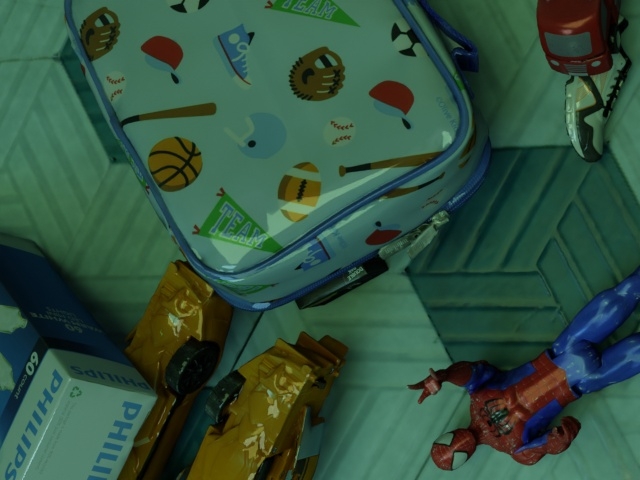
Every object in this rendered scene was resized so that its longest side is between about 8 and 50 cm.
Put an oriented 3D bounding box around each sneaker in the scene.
[{"bbox_3d":[0.192,-0.108,1.194,0.043,0.040,0.109,0,92,19],"label":"sneaker"}]

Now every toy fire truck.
[{"bbox_3d":[0.171,-0.221,1.139,0.047,0.135,0.192,2,68,22],"label":"toy fire truck"}]

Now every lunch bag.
[{"bbox_3d":[-0.024,-0.111,1.203,0.243,0.115,0.303,-31,68,3],"label":"lunch bag"}]

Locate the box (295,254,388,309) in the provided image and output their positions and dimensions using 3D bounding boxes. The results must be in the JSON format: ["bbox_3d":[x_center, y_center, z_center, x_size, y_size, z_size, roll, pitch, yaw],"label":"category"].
[{"bbox_3d":[0.000,0.000,1.266,0.062,0.052,0.083,-28,83,20],"label":"box"}]

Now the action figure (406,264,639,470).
[{"bbox_3d":[0.173,0.078,1.161,0.280,0.139,0.091,-39,77,21],"label":"action figure"}]

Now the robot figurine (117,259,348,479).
[{"bbox_3d":[-0.097,0.170,1.272,0.211,0.085,0.291,36,116,25],"label":"robot figurine"}]

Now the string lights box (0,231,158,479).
[{"bbox_3d":[-0.225,0.102,1.276,0.259,0.076,0.133,41,109,52],"label":"string lights box"}]
